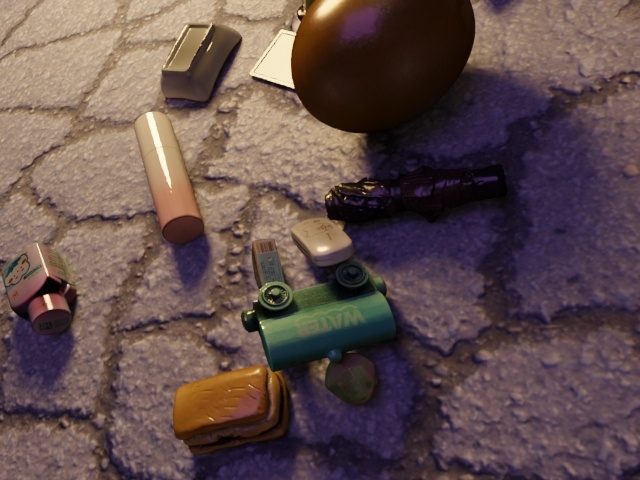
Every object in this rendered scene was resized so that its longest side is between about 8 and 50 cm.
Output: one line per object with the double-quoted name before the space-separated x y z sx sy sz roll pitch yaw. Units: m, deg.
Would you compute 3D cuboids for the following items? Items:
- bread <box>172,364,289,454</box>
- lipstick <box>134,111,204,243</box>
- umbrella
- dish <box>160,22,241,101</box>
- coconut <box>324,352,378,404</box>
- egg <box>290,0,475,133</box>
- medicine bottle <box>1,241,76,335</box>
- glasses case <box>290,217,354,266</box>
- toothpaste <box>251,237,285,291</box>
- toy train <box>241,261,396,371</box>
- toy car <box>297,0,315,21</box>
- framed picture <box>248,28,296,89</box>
"bread" -0.153 0.285 1.059 0.201 0.077 0.115 -17 50 15
"lipstick" -0.333 -0.143 1.359 0.087 0.087 0.326 -29 56 8
"umbrella" 0.163 -0.086 1.098 0.326 0.090 0.094 -8 58 21
"dish" -0.304 -0.446 1.515 0.151 0.077 0.212 13 71 30
"coconut" 0.053 0.220 0.993 0.083 0.081 0.082 -53 19 9
"egg" 0.112 -0.350 1.145 0.352 0.282 0.282 -26 56 3
"medicine bottle" -0.596 0.108 1.341 0.119 0.094 0.188 -40 54 3
"glasses case" 0.000 0.000 1.104 0.074 0.049 0.193 -20 20 -11
"toothpaste" -0.088 0.095 1.145 0.044 0.070 0.193 -7 57 -13
"toy train" 0.002 0.129 1.013 0.249 0.101 0.159 -13 49 -12
"toy car" 0.042 -0.607 1.399 0.198 0.204 0.247 -4 61 -4
"framed picture" -0.061 -0.409 1.422 0.183 0.011 0.141 26 77 33
